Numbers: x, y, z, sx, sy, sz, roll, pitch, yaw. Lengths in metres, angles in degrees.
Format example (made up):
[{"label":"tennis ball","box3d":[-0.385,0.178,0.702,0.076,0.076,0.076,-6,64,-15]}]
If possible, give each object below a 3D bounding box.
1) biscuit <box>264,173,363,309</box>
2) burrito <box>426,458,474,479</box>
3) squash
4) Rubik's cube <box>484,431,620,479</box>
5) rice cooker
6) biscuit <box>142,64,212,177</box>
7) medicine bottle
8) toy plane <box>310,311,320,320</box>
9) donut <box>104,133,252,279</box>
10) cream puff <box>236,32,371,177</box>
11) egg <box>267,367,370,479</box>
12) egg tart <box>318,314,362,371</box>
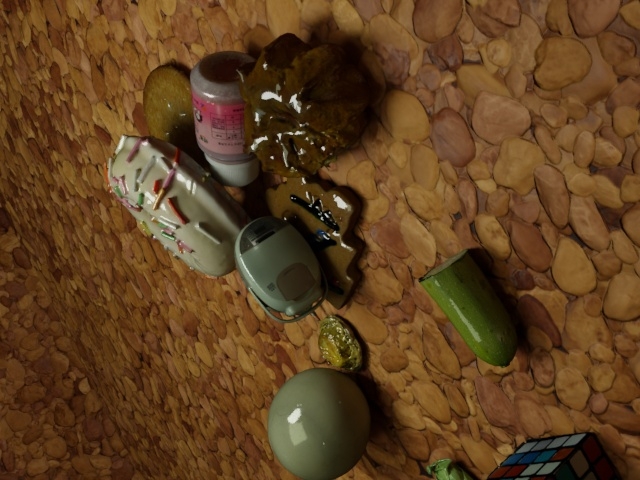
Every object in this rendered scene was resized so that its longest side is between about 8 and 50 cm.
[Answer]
[{"label":"biscuit","box3d":[-0.001,0.001,1.452,0.278,0.043,0.302,0,113,53]},{"label":"burrito","box3d":[0.316,0.492,1.371,0.288,0.054,0.104,38,139,31]},{"label":"squash","box3d":[0.244,0.113,1.176,0.188,0.095,0.095,55,146,1]},{"label":"Rubik's cube","box3d":[0.362,0.406,1.163,0.151,0.155,0.154,59,147,1]},{"label":"rice cooker","box3d":[-0.081,0.054,1.436,0.206,0.145,0.127,58,162,-4]},{"label":"biscuit","box3d":[-0.306,-0.245,1.684,0.305,0.038,0.305,32,137,36]},{"label":"medicine bottle","box3d":[-0.168,-0.224,1.422,0.147,0.147,0.247,40,146,29]},{"label":"toy plane","box3d":[-0.061,0.094,1.585,0.188,0.062,0.135,44,118,-4]},{"label":"donut","box3d":[-0.298,-0.063,1.596,0.382,0.142,0.383,37,165,12]},{"label":"cream puff","box3d":[-0.033,-0.213,1.257,0.241,0.154,0.269,35,132,26]},{"label":"egg","box3d":[-0.003,0.384,1.570,0.219,0.219,0.269,34,132,34]},{"label":"egg tart","box3d":[0.035,0.216,1.551,0.130,0.052,0.130,34,137,39]}]
